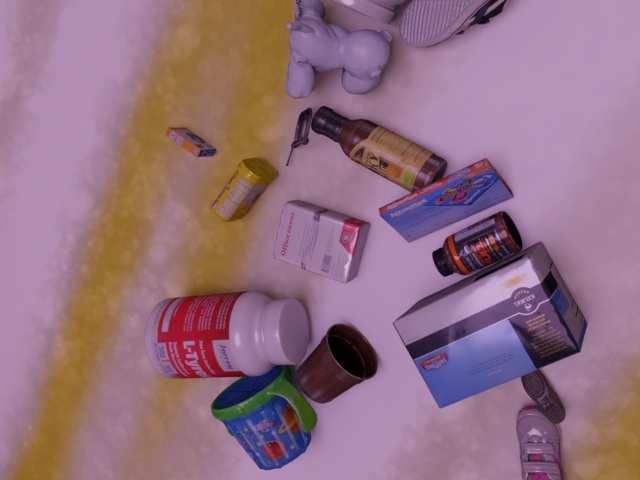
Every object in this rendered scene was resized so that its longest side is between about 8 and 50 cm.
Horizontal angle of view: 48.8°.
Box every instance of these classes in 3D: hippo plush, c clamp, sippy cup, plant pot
[{"bbox_3d":[0.048,-0.471,1.675,0.237,0.294,0.234,8,62,0],"label":"hippo plush"},{"bbox_3d":[-0.049,-0.267,1.795,0.022,0.161,0.137,13,82,-15],"label":"c clamp"},{"bbox_3d":[-0.143,0.486,1.909,0.240,0.305,0.224,-28,98,-8],"label":"sippy cup"},{"bbox_3d":[0.034,0.330,1.835,0.167,0.167,0.165,50,122,9],"label":"plant pot"}]

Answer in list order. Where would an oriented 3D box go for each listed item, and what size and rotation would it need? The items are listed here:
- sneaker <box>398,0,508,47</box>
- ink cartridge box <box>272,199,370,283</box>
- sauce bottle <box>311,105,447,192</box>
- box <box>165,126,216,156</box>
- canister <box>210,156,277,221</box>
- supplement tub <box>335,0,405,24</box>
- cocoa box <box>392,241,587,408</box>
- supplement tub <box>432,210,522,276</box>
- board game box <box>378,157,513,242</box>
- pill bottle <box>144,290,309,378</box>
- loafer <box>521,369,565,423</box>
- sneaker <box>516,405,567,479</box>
[{"bbox_3d":[0.324,-0.533,1.589,0.321,0.128,0.126,-22,83,49],"label":"sneaker"},{"bbox_3d":[0.000,0.000,1.827,0.218,0.092,0.158,19,105,19],"label":"ink cartridge box"},{"bbox_3d":[0.135,-0.225,1.722,0.345,0.111,0.111,30,109,19],"label":"sauce bottle"},{"bbox_3d":[-0.353,-0.268,1.948,0.136,0.081,0.028,37,111,15],"label":"box"},{"bbox_3d":[-0.207,-0.134,1.881,0.073,0.126,0.170,45,115,12],"label":"canister"},{"bbox_3d":[0.133,-0.673,1.584,0.228,0.228,0.316,31,109,17],"label":"supplement tub"},{"bbox_3d":[0.390,0.191,1.603,0.347,0.231,0.227,-30,86,25],"label":"cocoa box"},{"bbox_3d":[0.365,0.017,1.658,0.198,0.106,0.106,-29,86,26],"label":"supplement tub"},{"bbox_3d":[0.294,-0.089,1.661,0.281,0.145,0.027,-25,50,25],"label":"board game box"},{"bbox_3d":[-0.248,0.255,1.903,0.408,0.229,0.228,-7,95,25],"label":"pill bottle"},{"bbox_3d":[0.528,0.365,1.673,0.056,0.050,0.148,-35,68,21],"label":"loafer"},{"bbox_3d":[0.523,0.518,1.663,0.103,0.111,0.252,-16,91,25],"label":"sneaker"}]
